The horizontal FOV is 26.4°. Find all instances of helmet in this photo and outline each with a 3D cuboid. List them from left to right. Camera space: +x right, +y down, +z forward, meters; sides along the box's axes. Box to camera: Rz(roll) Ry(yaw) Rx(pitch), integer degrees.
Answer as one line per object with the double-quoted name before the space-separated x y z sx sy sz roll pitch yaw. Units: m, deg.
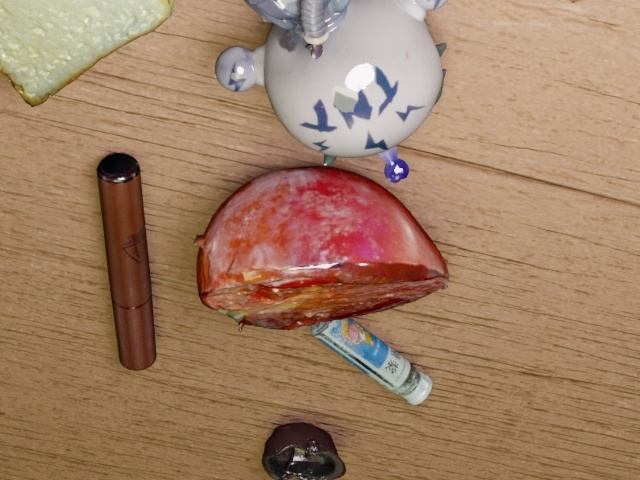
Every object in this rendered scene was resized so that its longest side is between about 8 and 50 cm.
"helmet" -0.024 0.305 1.993 0.123 0.070 0.098 0 140 0

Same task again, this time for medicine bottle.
"medicine bottle" 0.070 0.157 1.848 0.191 0.051 0.051 38 128 -26

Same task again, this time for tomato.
"tomato" -0.004 -0.004 1.627 0.309 0.170 0.309 -9 167 -2

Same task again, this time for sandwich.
"sandwich" -0.304 -0.301 1.436 0.249 0.095 0.273 -24 127 28

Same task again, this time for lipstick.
"lipstick" -0.250 0.035 1.779 0.057 0.057 0.356 6 134 3

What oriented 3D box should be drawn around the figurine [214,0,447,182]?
"figurine" -0.001 -0.229 1.400 0.261 0.186 0.382 -9 136 25
